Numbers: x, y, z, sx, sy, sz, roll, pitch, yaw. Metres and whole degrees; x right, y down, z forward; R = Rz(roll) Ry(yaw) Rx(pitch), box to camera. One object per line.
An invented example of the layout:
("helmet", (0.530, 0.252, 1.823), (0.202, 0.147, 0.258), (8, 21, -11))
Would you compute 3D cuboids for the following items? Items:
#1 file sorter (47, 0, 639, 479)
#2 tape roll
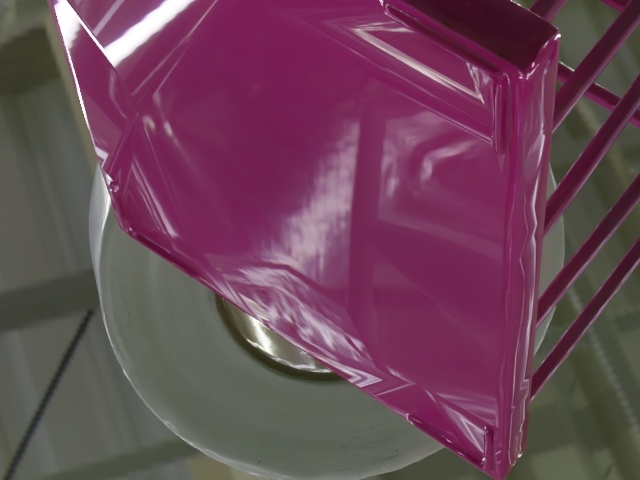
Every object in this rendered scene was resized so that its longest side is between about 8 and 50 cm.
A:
("file sorter", (0.036, -0.088, 0.684), (0.202, 0.291, 0.182), (32, -112, 20))
("tape roll", (0.000, 0.000, 1.149), (0.286, 0.286, 0.100), (-6, -161, -8))
